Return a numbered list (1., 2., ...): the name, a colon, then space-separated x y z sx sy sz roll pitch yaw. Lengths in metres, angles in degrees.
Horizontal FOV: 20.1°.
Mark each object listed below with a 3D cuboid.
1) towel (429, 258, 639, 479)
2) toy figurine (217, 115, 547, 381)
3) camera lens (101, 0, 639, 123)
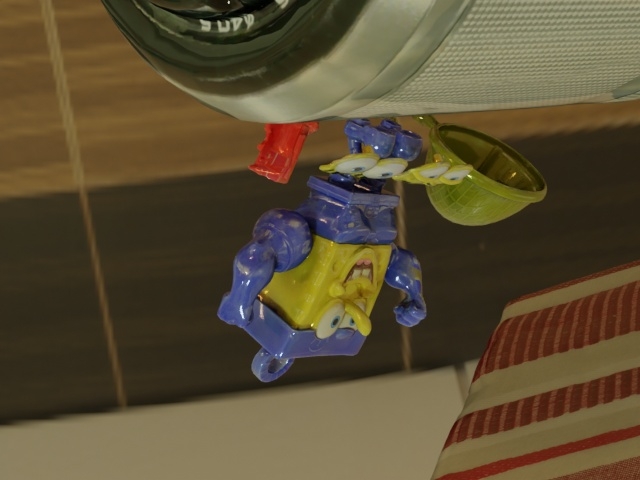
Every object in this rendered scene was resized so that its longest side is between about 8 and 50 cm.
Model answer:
1. towel: 0.172 0.067 0.840 0.237 0.329 0.037 -17 104 19
2. toy figurine: 0.000 0.000 1.362 0.362 0.191 0.217 2 115 -59
3. camera lens: 0.058 -0.157 0.663 0.274 0.219 0.219 -6 135 -39
